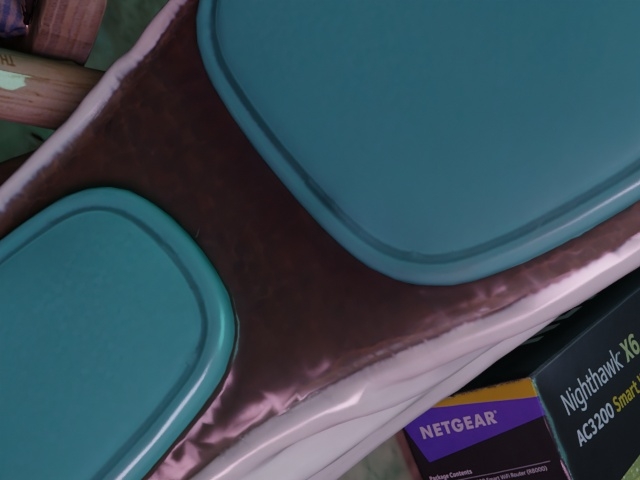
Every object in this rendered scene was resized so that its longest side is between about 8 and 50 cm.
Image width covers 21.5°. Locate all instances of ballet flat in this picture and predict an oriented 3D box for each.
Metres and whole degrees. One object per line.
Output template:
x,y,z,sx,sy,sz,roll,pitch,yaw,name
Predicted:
0.000,0.000,0.441,0.139,0.400,0.139,48,8,-9,ballet flat

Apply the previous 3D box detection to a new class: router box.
0.187,0.129,0.844,0.309,0.081,0.243,-30,98,-51,router box

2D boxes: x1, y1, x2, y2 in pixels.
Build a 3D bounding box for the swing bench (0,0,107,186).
-0.152,-0.151,0.488,0.255,0.165,0.253,18,64,-46,swing bench
